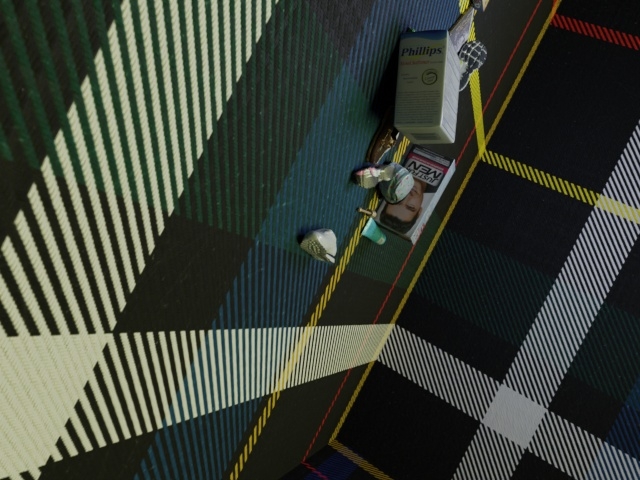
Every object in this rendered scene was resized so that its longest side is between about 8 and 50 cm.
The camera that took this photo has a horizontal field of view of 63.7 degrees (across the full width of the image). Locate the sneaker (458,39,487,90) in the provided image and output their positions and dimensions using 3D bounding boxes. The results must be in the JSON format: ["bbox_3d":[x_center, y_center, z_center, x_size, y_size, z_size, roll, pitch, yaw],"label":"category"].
[{"bbox_3d":[0.572,-0.704,2.096,0.275,0.107,0.110,-51,-170,-11],"label":"sneaker"}]

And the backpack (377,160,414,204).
[{"bbox_3d":[0.290,-0.226,1.977,0.152,0.115,0.182,-57,156,-8],"label":"backpack"}]

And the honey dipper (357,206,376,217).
[{"bbox_3d":[0.173,-0.108,1.969,0.160,0.030,0.031,6,110,-65],"label":"honey dipper"}]

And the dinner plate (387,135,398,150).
[{"bbox_3d":[0.255,-0.377,1.850,0.141,0.017,0.141,-47,153,-32],"label":"dinner plate"}]

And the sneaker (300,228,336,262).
[{"bbox_3d":[0.000,0.000,1.644,0.235,0.090,0.095,53,54,-71],"label":"sneaker"}]

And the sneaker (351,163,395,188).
[{"bbox_3d":[0.170,-0.224,1.768,0.178,0.077,0.072,-12,113,-37],"label":"sneaker"}]

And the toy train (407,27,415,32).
[{"bbox_3d":[0.289,-0.641,1.606,0.024,0.017,0.083,-58,161,16],"label":"toy train"}]

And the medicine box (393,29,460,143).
[{"bbox_3d":[0.344,-0.474,1.634,0.263,0.149,0.290,3,91,-67],"label":"medicine box"}]

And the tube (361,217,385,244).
[{"bbox_3d":[0.222,-0.032,2.150,0.080,0.052,0.207,-65,154,-6],"label":"tube"}]

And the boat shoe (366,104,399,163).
[{"bbox_3d":[0.225,-0.349,1.737,0.207,0.073,0.073,-66,161,13],"label":"boat shoe"}]

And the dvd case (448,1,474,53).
[{"bbox_3d":[0.535,-0.790,1.993,0.221,0.018,0.165,-53,157,-26],"label":"dvd case"}]

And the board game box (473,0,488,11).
[{"bbox_3d":[0.597,-0.975,1.857,0.165,0.042,0.243,-64,156,-3],"label":"board game box"}]

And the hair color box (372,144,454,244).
[{"bbox_3d":[0.392,-0.195,2.147,0.375,0.185,0.113,-60,159,-5],"label":"hair color box"}]
